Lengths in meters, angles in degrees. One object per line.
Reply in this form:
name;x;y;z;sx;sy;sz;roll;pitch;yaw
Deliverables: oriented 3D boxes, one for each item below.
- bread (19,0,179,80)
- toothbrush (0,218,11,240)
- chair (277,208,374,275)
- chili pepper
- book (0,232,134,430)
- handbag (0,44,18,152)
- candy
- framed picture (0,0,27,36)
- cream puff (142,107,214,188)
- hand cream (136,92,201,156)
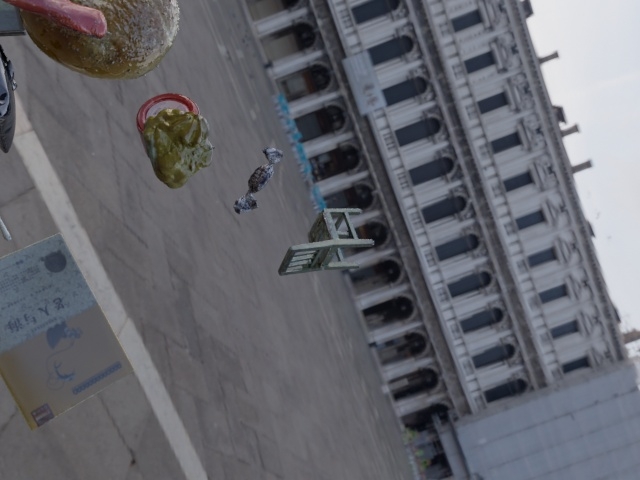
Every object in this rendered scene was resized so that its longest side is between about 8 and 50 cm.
bread;-0.424;-0.463;1.245;0.306;0.305;0.158;70;-20;-3
toothbrush;-0.876;-0.087;1.705;0.204;0.022;0.017;61;18;2
chair;0.000;0.000;1.881;0.136;0.270;0.147;117;-38;-49
chili pepper;-0.335;-0.291;0.799;0.178;0.027;0.045;7;53;-47
book;-0.641;0.204;1.500;0.032;0.269;0.389;-23;-84;56
handbag;-0.696;-0.322;1.370;0.254;0.088;0.211;155;-71;-70
candy;-0.184;-0.175;1.894;0.051;0.226;0.094;30;0;26
framed picture;-0.931;-0.562;1.600;0.265;0.346;0.016;-122;-150;-41
cream puff;-0.243;-0.170;1.130;0.146;0.116;0.146;-17;90;-88
hand cream;-0.436;-0.324;1.878;0.125;0.193;0.193;96;-22;-59
